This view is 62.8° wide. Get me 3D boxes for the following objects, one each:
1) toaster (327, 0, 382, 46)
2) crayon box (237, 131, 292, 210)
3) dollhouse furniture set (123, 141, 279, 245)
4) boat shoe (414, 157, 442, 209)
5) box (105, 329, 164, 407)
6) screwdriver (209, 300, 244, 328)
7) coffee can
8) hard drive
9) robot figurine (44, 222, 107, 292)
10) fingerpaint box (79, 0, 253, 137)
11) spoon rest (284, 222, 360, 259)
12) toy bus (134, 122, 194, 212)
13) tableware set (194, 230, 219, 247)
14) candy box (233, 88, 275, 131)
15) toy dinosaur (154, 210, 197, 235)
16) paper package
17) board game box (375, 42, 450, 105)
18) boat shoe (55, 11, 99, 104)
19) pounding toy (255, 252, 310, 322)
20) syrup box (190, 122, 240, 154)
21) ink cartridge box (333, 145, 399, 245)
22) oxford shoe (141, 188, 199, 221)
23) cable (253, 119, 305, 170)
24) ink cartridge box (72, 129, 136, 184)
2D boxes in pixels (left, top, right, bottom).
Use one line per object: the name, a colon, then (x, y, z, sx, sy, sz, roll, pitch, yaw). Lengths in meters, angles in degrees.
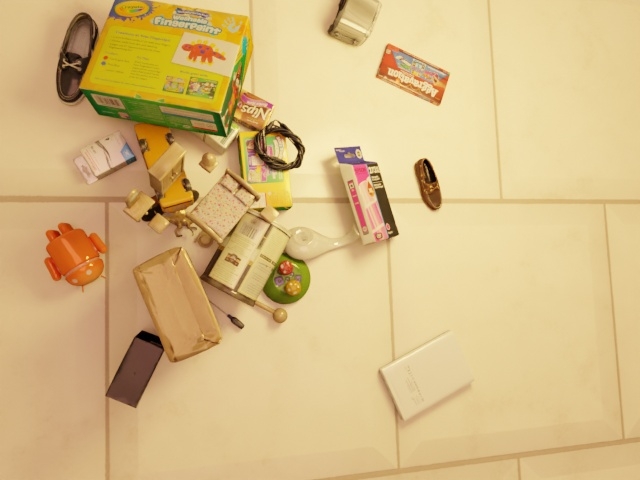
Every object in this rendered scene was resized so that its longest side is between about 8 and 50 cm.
toaster: (0.133, -0.848, 1.975, 0.146, 0.129, 0.227, 24, 77, -15)
crayon box: (-0.198, -0.244, 1.856, 0.165, 0.081, 0.279, -5, 86, -15)
dollhouse furniture set: (-0.336, -0.095, 1.532, 0.355, 0.174, 0.303, 39, 72, -6)
boat shoe: (0.419, -0.216, 2.016, 0.073, 0.073, 0.207, -24, 92, -16)
box: (-0.557, 0.386, 1.613, 0.103, 0.261, 0.185, 23, 79, -11)
screwdriver: (-0.331, 0.248, 1.806, 0.170, 0.025, 0.024, 40, 77, -8)
coffee can: (-0.244, 0.053, 1.747, 0.201, 0.201, 0.276, 30, 81, -10)
hard drive: (0.399, 0.501, 1.959, 0.318, 0.040, 0.210, -25, 91, -15)
robot figurine: (-0.773, 0.049, 1.659, 0.158, 0.128, 0.220, -35, 95, -46)
fingerpaint box: (-0.477, -0.561, 1.692, 0.444, 0.163, 0.371, 10, 71, 3)
spoon rest: (0.000, 0.000, 1.882, 0.276, 0.084, 0.137, -8, 58, -9)
toy bus: (-0.507, -0.237, 1.700, 0.108, 0.130, 0.333, -18, 70, -18)
tableware set: (-0.344, -0.014, 1.825, 0.168, 0.020, 0.141, 37, 82, -15)
candy box: (-0.269, -0.471, 1.875, 0.186, 0.053, 0.109, 25, 79, -9)
toy dinosaur: (-0.480, -0.060, 1.778, 0.183, 0.053, 0.093, -2, 85, -38)
paper package: (-0.437, 0.188, 1.627, 0.168, 0.325, 0.310, -22, 92, -13)
board game box: (0.367, -0.652, 2.066, 0.281, 0.027, 0.145, 21, 81, -12)
boat shoe: (-0.810, -0.602, 1.728, 0.114, 0.091, 0.303, 8, 83, -13)
pounding toy: (-0.128, 0.153, 1.822, 0.183, 0.110, 0.237, 36, 77, -8)
syrup box: (-0.405, -0.411, 1.812, 0.236, 0.096, 0.093, 36, 75, -9)
ink cartridge box: (0.170, -0.175, 1.911, 0.175, 0.069, 0.371, -16, 87, -51)
oxford shoe: (-0.517, -0.138, 1.776, 0.212, 0.076, 0.076, -22, 52, -25)
cable: (-0.139, -0.317, 1.811, 0.150, 0.047, 0.184, -44, 97, -15)
ink cartridge box: (-0.718, -0.274, 1.737, 0.180, 0.060, 0.104, -33, 94, -15)
